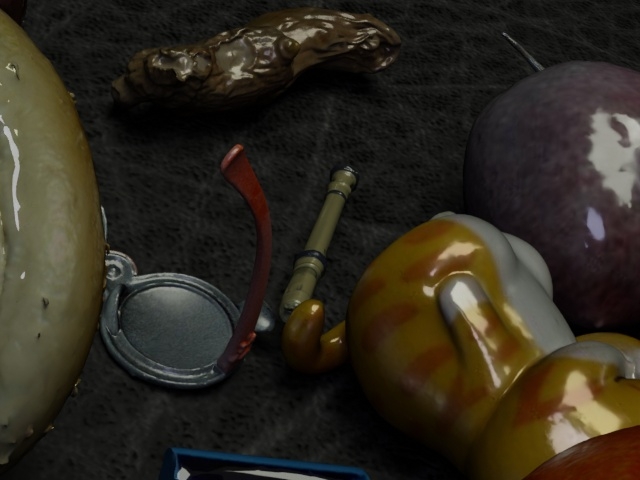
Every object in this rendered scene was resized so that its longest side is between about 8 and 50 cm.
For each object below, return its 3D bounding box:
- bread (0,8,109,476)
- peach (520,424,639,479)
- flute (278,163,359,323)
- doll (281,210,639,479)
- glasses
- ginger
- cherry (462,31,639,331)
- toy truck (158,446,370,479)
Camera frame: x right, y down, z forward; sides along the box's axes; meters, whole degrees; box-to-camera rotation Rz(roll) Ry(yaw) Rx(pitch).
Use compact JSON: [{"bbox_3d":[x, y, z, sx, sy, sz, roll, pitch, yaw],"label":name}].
[{"bbox_3d":[-0.247,0.001,0.789,0.305,0.305,0.159,32,9,13],"label":"bread"},{"bbox_3d":[0.193,0.213,0.721,0.249,0.245,0.274,26,54,-26],"label":"peach"},{"bbox_3d":[0.000,0.000,1.082,0.027,0.027,0.233,22,29,0],"label":"flute"},{"bbox_3d":[0.127,0.099,0.943,0.269,0.162,0.167,42,15,33],"label":"doll"},{"bbox_3d":[-0.115,-0.043,0.912,0.234,0.268,0.118,39,53,10],"label":"glasses"},{"bbox_3d":[-0.049,-0.160,1.227,0.290,0.122,0.084,-19,84,-45],"label":"ginger"},{"bbox_3d":[0.221,-0.041,1.146,0.213,0.183,0.266,7,54,-6],"label":"cherry"},{"bbox_3d":[-0.012,0.253,0.665,0.146,0.175,0.367,9,38,-15],"label":"toy truck"}]
